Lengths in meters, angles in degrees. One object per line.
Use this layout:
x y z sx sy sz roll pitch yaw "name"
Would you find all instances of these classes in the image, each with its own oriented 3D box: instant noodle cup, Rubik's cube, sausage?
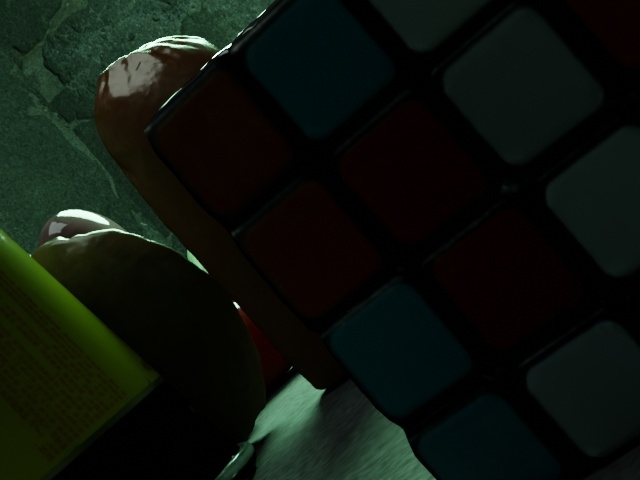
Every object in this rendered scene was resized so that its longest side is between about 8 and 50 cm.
-0.192 0.117 0.829 0.215 0.236 0.215 -42 0 0 "instant noodle cup"
0.074 -0.040 0.400 0.155 0.151 0.154 -40 2 29 "Rubik's cube"
-0.044 -0.025 0.896 0.113 0.259 0.113 -41 5 5 "sausage"

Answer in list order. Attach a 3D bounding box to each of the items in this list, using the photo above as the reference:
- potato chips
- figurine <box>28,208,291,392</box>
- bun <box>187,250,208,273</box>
-0.122 0.085 0.925 0.150 0.201 0.049 -12 30 15 "potato chips"
-0.173 0.122 1.144 0.269 0.261 0.211 -47 -21 -66 "figurine"
-0.034 -0.011 1.821 0.293 0.187 0.293 -36 26 21 "bun"
